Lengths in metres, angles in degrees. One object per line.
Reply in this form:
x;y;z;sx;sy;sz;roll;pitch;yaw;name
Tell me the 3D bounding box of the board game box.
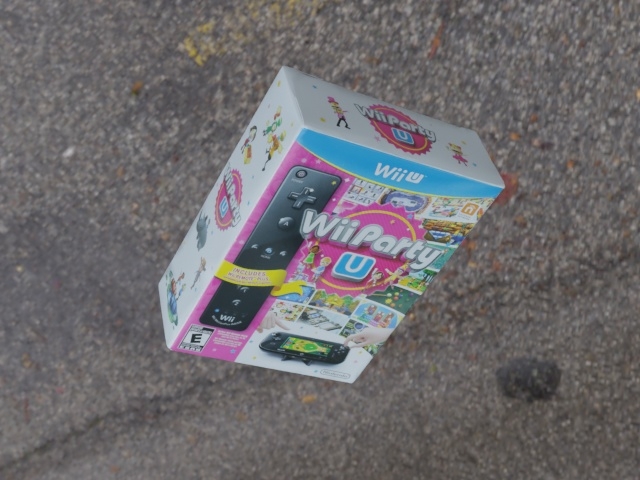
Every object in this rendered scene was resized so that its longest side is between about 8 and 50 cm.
0.000;0.000;0.945;0.224;0.098;0.303;14;128;-27;board game box
